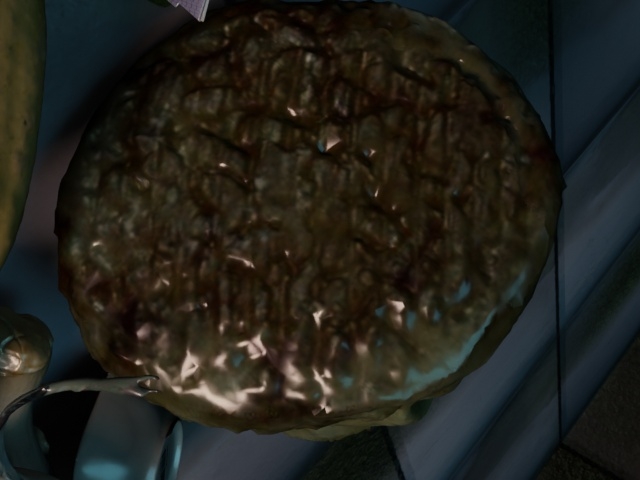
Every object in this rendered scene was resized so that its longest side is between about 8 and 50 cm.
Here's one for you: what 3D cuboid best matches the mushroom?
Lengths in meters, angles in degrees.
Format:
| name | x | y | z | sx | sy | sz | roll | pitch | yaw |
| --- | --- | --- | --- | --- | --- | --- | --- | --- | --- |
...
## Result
| name | x | y | z | sx | sy | sz | roll | pitch | yaw |
| --- | --- | --- | --- | --- | --- | --- | --- | --- | --- |
| mushroom | -0.262 | 0.176 | 0.732 | 0.099 | 0.096 | 0.278 | -24 | 129 | -45 |

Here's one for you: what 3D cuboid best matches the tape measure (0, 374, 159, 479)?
| name | x | y | z | sx | sy | sz | roll | pitch | yaw |
| --- | --- | --- | --- | --- | --- | --- | --- | --- | --- |
| tape measure | -0.186 | 0.185 | 0.638 | 0.164 | 0.084 | 0.330 | 38 | 114 | -24 |

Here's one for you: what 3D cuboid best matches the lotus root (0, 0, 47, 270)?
| name | x | y | z | sx | sy | sz | roll | pitch | yaw |
| --- | --- | --- | --- | --- | --- | --- | --- | --- | --- |
| lotus root | -0.238 | -0.108 | 0.485 | 0.169 | 0.152 | 0.342 | 15 | 79 | -72 |

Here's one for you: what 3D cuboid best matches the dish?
| name | x | y | z | sx | sy | sz | roll | pitch | yaw |
| --- | --- | --- | --- | --- | --- | --- | --- | --- | --- |
| dish | -0.170 | 0.207 | 0.821 | 0.191 | 0.066 | 0.190 | 9 | 90 | -85 |

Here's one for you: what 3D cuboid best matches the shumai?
| name | x | y | z | sx | sy | sz | roll | pitch | yaw |
| --- | --- | --- | --- | --- | --- | --- | --- | --- | --- |
| shumai | 0.000 | 0.000 | 0.792 | 0.395 | 0.395 | 0.348 | -55 | 169 | -9 |

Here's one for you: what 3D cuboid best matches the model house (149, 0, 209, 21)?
| name | x | y | z | sx | sy | sz | roll | pitch | yaw |
| --- | --- | --- | --- | --- | --- | --- | --- | --- | --- |
| model house | -0.098 | -0.246 | 0.638 | 0.117 | 0.088 | 0.167 | 4 | 111 | -55 |
